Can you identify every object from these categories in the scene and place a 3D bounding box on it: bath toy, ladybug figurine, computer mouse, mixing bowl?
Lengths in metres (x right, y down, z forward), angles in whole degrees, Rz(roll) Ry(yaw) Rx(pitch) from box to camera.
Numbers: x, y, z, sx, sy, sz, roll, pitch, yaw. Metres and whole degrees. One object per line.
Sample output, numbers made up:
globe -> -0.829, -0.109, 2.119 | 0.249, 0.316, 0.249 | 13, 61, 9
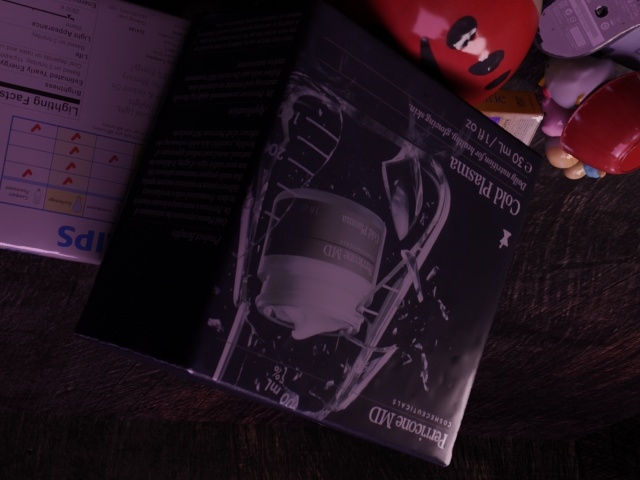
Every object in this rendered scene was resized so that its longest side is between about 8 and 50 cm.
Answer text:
bath toy -> 0.444, -0.222, 1.804 | 0.151, 0.129, 0.348 | -38, 152, 2
ladybug figurine -> 0.158, -0.296, 1.460 | 0.305, 0.162, 0.449 | -2, 168, 15
computer mouse -> 0.442, -0.360, 1.544 | 0.272, 0.072, 0.188 | -19, 124, 21
mixing bowl -> 0.493, -0.175, 1.691 | 0.181, 0.098, 0.181 | -26, 151, -16

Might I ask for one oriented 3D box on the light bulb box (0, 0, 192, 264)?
light bulb box -> -0.375, -0.160, 1.458 | 0.357, 0.361, 0.225 | 11, 177, -28

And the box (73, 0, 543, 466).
box -> 0.000, 0.000, 1.419 | 0.479, 0.472, 0.297 | 27, 169, -38

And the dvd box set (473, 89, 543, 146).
dvd box set -> 0.127, -0.139, 1.763 | 0.420, 0.062, 0.308 | 1, 142, -12

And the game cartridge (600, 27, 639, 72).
game cartridge -> 0.615, -0.327, 1.687 | 0.297, 0.062, 0.198 | 14, 145, -34
